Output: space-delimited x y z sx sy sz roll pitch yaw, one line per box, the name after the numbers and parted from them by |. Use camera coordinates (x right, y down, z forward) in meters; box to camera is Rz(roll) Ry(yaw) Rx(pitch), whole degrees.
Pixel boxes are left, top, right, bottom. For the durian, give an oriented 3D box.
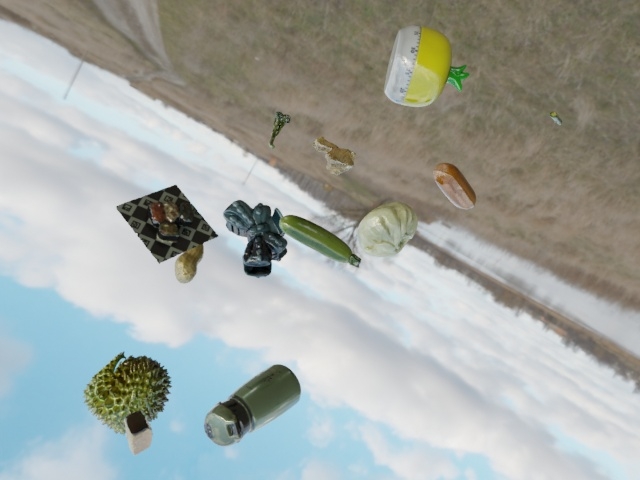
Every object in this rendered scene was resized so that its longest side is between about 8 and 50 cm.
-0.485 0.393 1.359 0.177 0.200 0.237 20 146 8 | durian

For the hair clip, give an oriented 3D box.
-0.232 -0.018 2.008 0.194 0.206 0.310 94 153 -62 | hair clip

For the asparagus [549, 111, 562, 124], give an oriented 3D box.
0.805 -0.416 1.796 0.108 0.021 0.025 11 -119 -52 | asparagus

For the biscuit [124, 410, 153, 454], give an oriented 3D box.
-0.416 0.436 1.194 0.052 0.188 0.056 -26 -112 -31 | biscuit

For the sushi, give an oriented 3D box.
-0.452 -0.070 1.578 0.220 0.047 0.231 -30 -108 -42 | sushi

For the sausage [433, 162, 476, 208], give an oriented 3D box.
0.519 -0.207 2.026 0.105 0.105 0.274 34 178 43 | sausage

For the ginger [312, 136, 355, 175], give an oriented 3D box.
0.041 -0.278 1.761 0.165 0.096 0.067 31 -165 22 | ginger

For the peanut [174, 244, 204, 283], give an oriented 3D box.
-0.480 0.066 1.925 0.089 0.192 0.089 9 148 6 | peanut

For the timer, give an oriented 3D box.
0.367 -0.571 1.766 0.285 0.285 0.285 29 -175 -3 | timer

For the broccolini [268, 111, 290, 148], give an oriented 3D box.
-0.132 -0.325 1.598 0.054 0.052 0.194 25 -135 -16 | broccolini

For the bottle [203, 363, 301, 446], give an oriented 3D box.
-0.233 0.560 1.783 0.168 0.168 0.347 32 -146 30 | bottle

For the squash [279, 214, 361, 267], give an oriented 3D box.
0.000 0.000 1.401 0.252 0.066 0.066 30 -175 -21 | squash

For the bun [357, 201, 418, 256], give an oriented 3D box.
0.268 -0.033 2.057 0.259 0.259 0.160 23 -156 -47 | bun
